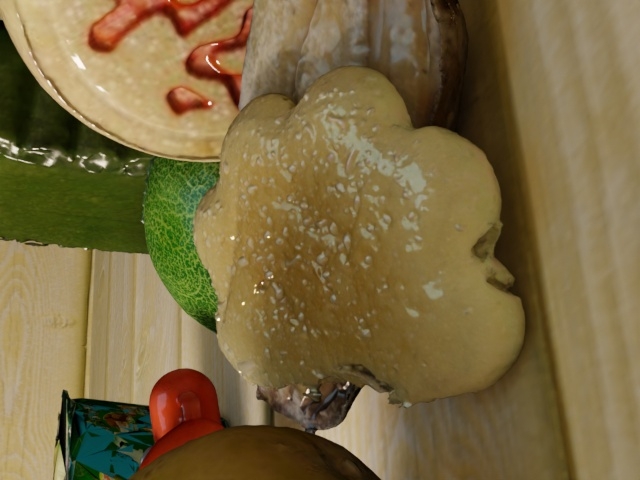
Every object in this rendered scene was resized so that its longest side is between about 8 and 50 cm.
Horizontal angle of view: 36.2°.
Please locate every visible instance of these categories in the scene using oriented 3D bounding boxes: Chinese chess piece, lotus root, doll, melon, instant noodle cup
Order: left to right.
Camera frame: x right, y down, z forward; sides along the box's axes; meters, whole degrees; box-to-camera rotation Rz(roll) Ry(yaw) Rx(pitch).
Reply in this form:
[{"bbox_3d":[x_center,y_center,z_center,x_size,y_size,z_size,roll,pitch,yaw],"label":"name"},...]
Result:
[{"bbox_3d":[-0.193,0.278,1.056,0.240,0.178,0.240,-176,90,-73],"label":"instant noodle cup"},{"bbox_3d":[-0.073,-0.182,0.634,0.112,0.269,0.270,-109,29,-51],"label":"Chinese chess piece"},{"bbox_3d":[-0.093,0.252,0.821,0.161,0.129,0.291,150,108,-76],"label":"doll"},{"bbox_3d":[-0.084,-0.012,0.878,0.169,0.129,0.265,-130,48,-62],"label":"melon"},{"bbox_3d":[0.019,-0.024,0.613,0.167,0.078,0.330,37,128,37],"label":"lotus root"}]

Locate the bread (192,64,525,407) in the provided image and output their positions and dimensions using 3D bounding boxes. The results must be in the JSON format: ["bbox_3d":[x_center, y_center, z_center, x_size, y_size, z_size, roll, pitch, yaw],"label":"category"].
[{"bbox_3d":[0.000,0.000,0.554,0.250,0.039,0.182,-6,98,50],"label":"bread"}]

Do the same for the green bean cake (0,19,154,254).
[{"bbox_3d":[-0.285,-0.124,1.240,0.335,0.319,0.218,140,135,-61],"label":"green bean cake"}]

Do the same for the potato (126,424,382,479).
[{"bbox_3d":[-0.014,0.275,0.422,0.296,0.290,0.397,-54,44,6],"label":"potato"}]
